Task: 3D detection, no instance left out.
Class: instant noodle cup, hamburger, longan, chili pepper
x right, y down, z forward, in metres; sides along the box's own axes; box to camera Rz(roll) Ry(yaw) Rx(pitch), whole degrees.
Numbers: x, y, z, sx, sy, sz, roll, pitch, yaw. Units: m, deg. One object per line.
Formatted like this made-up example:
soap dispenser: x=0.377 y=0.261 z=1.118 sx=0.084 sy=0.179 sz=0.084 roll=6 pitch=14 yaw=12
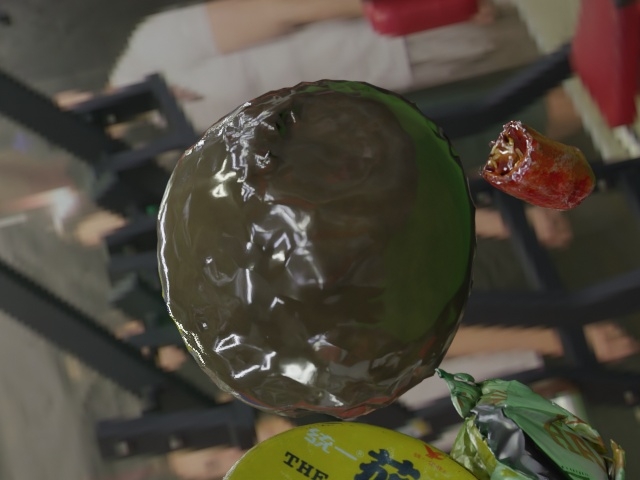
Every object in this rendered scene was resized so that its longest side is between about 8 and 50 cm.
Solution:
instant noodle cup: x=0.016 y=0.372 z=1.655 sx=0.254 sy=0.325 sz=0.325 roll=114 pitch=148 yaw=-41
hamburger: x=0.204 y=0.221 z=1.806 sx=0.125 sy=0.235 sz=0.214 roll=-59 pitch=6 yaw=15
longan: x=-0.007 y=0.002 z=2.220 sx=0.404 sy=0.404 sz=0.436 roll=99 pitch=176 yaw=-75
chili pepper: x=0.226 y=-0.072 z=1.773 sx=0.070 sy=0.123 sz=0.073 roll=-3 pitch=76 yaw=45
